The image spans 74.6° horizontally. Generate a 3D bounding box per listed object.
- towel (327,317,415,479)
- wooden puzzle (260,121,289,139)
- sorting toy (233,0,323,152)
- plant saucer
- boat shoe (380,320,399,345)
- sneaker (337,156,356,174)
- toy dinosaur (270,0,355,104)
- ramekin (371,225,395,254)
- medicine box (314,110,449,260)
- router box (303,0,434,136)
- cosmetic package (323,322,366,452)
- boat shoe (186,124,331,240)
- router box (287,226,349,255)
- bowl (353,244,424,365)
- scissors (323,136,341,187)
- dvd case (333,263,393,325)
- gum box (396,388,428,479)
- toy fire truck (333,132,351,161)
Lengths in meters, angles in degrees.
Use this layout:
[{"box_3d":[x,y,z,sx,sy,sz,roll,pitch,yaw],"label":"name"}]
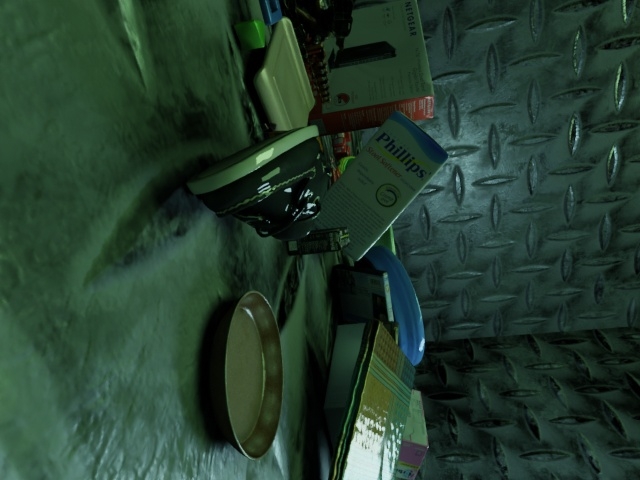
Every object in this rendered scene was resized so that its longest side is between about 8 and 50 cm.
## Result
[{"box_3d":[0.091,0.362,0.754,0.271,0.040,0.371,54,46,-46],"label":"towel"},{"box_3d":[-0.060,-0.149,0.654,0.083,0.049,0.006,72,29,-45],"label":"wooden puzzle"},{"box_3d":[-0.064,-0.245,0.711,0.348,0.047,0.196,68,24,-46],"label":"sorting toy"},{"box_3d":[-0.076,0.139,0.446,0.168,0.029,0.169,-6,90,-78],"label":"plant saucer"},{"box_3d":[0.163,0.302,0.971,0.081,0.068,0.228,33,50,-77],"label":"boat shoe"},{"box_3d":[0.128,-0.137,1.417,0.109,0.123,0.296,-40,123,-77],"label":"sneaker"},{"box_3d":[-0.014,-0.463,0.873,0.322,0.164,0.218,53,7,-26],"label":"toy dinosaur"},{"box_3d":[0.261,0.037,1.916,0.303,0.148,0.304,-7,90,-79],"label":"ramekin"},{"box_3d":[0.136,-0.121,0.972,0.149,0.289,0.263,41,12,4],"label":"medicine box"},{"box_3d":[0.111,-0.439,1.061,0.082,0.300,0.336,62,23,-62],"label":"router box"},{"box_3d":[0.100,0.431,0.983,0.284,0.097,0.378,-66,147,-66],"label":"cosmetic package"},{"box_3d":[-0.044,-0.058,0.485,0.340,0.127,0.113,-90,159,-77],"label":"boat shoe"},{"box_3d":[0.000,0.000,0.756,0.122,0.091,0.038,-21,103,-78],"label":"router box"},{"box_3d":[0.200,0.213,1.333,0.391,0.077,0.392,167,-90,-77],"label":"bowl"},{"box_3d":[0.039,-0.216,1.217,0.109,0.021,0.298,-9,89,-54],"label":"scissors"},{"box_3d":[0.116,0.191,1.087,0.022,0.180,0.253,-18,105,-36],"label":"dvd case"},{"box_3d":[0.203,0.451,1.008,0.188,0.062,0.107,-70,174,-68],"label":"gum box"},{"box_3d":[0.078,-0.344,1.489,0.192,0.047,0.136,24,59,-76],"label":"toy fire truck"}]
